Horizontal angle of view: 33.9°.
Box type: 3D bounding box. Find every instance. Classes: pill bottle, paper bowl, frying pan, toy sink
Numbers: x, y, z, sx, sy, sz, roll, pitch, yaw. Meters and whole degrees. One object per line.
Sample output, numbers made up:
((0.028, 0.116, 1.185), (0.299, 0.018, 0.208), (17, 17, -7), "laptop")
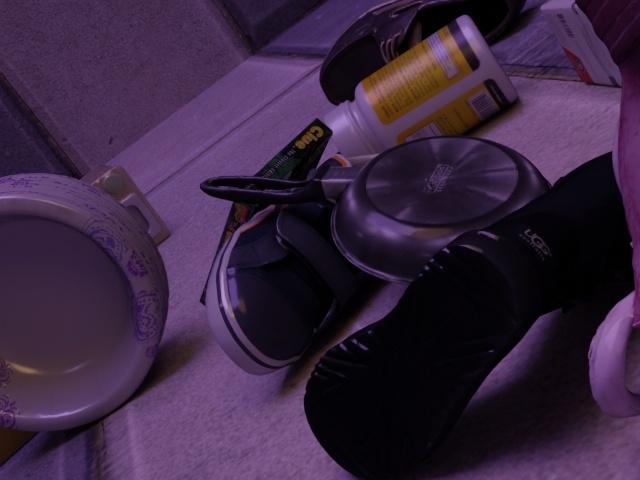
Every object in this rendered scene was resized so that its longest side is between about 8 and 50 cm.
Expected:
((0.116, -0.163, 1.245), (0.209, 0.119, 0.119), (-31, 17, 13), "pill bottle")
((-0.314, 0.061, 1.195), (0.284, 0.284, 0.148), (-32, 16, 12), "paper bowl")
((0.060, -0.056, 0.938), (0.197, 0.053, 0.326), (-35, 44, -30), "frying pan")
((-0.358, -0.035, 1.793), (0.131, 0.152, 0.234), (-39, 16, -12), "toy sink")

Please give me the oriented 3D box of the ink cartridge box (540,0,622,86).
((0.293, -0.210, 1.057), (0.056, 0.099, 0.135), (-36, 17, -4), "ink cartridge box")

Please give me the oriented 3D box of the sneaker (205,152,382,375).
((0.000, 0.000, 1.015), (0.127, 0.126, 0.321), (-33, 14, 31), "sneaker")

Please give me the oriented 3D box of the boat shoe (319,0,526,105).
((0.140, -0.306, 1.577), (0.355, 0.132, 0.130), (-30, 17, 25), "boat shoe")

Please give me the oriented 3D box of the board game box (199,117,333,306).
((-0.066, -0.021, 1.179), (0.136, 0.030, 0.259), (-44, -10, -30), "board game box")

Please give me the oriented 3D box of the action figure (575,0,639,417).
((0.199, -0.135, 0.589), (0.276, 0.370, 0.248), (-40, -11, 32), "action figure")

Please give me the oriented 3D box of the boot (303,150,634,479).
((0.118, 0.050, 0.710), (0.207, 0.094, 0.246), (-24, -22, -42), "boot")

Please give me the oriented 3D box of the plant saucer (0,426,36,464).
((-0.519, 0.224, 1.356), (0.333, 0.081, 0.333), (-43, 34, -23), "plant saucer")

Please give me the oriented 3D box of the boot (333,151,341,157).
((-0.011, -0.073, 1.412), (0.114, 0.037, 0.106), (-28, 15, 42), "boot")
